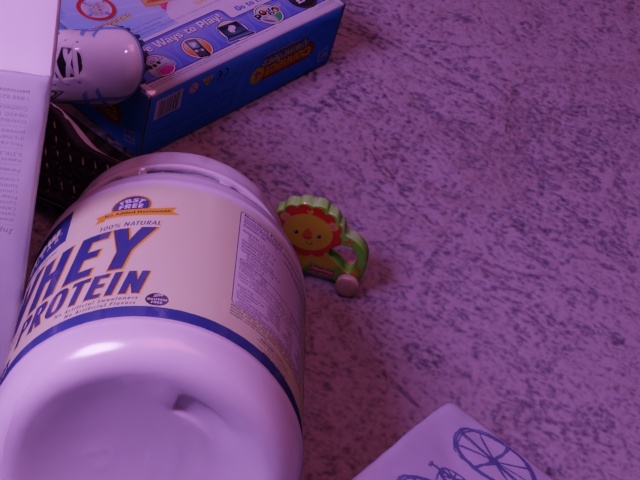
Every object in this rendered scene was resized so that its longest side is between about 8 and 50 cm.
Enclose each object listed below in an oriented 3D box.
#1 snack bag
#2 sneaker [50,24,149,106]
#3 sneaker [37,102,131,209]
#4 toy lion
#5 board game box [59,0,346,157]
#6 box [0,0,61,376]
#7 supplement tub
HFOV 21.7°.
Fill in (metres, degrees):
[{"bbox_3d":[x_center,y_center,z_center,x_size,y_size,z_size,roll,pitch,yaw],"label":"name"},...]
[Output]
[{"bbox_3d":[0.184,0.270,1.334,0.342,0.037,0.323,35,19,12],"label":"snack bag"},{"bbox_3d":[-0.268,-0.174,1.665,0.237,0.085,0.086,5,14,37],"label":"sneaker"},{"bbox_3d":[-0.221,-0.057,1.634,0.234,0.084,0.097,38,7,33],"label":"sneaker"},{"bbox_3d":[0.000,0.000,1.613,0.100,0.096,0.034,17,42,0],"label":"toy lion"},{"bbox_3d":[-0.187,-0.259,1.836,0.302,0.086,0.308,39,46,23],"label":"board game box"},{"bbox_3d":[-0.319,-0.081,1.407,0.168,0.345,0.215,6,43,-11],"label":"box"},{"bbox_3d":[-0.129,0.090,1.350,0.235,0.235,0.325,11,30,-7],"label":"supplement tub"}]
